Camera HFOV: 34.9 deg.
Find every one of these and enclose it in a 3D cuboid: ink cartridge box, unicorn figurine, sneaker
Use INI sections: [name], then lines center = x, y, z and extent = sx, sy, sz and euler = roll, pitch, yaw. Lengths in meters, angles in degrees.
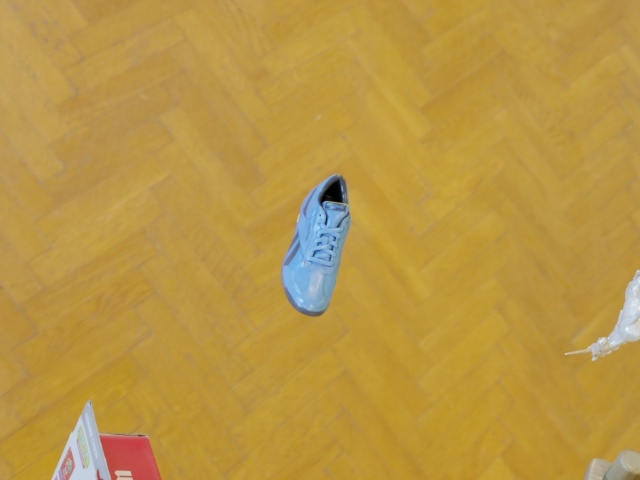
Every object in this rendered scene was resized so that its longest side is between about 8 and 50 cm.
[ink cartridge box]
center = -0.287, 0.426, 1.443
extent = 0.130, 0.272, 0.309
euler = 10, 30, -31
[unicorn figurine]
center = 0.402, 0.094, 1.307
extent = 0.060, 0.111, 0.162
euler = 42, 59, 0
[sneaker]
center = 0.000, 0.000, 1.305
extent = 0.069, 0.082, 0.209
euler = 20, 47, -11

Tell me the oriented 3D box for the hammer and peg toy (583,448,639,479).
[hammer and peg toy]
center = 0.451, 0.407, 1.128
extent = 0.361, 0.127, 0.266
euler = 23, 40, 9
